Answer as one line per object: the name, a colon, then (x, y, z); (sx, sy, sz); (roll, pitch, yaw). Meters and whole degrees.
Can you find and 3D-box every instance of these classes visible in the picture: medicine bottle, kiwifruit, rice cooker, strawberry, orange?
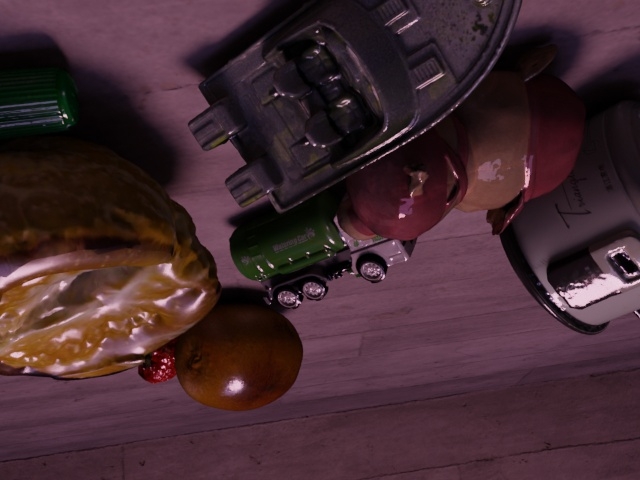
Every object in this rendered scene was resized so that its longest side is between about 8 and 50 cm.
medicine bottle: (-0.364, -0.106, 0.648); (0.309, 0.076, 0.111); (-8, 166, -4)
kiwifruit: (-0.136, 0.202, 1.342); (0.196, 0.195, 0.234); (-27, 156, 38)
rice cooker: (0.330, -0.023, 0.904); (0.280, 0.241, 0.227); (46, 130, -16)
strawberry: (-0.296, 0.221, 1.450); (0.106, 0.106, 0.106); (-8, 158, -3)
orange: (-0.264, 0.010, 0.793); (0.271, 0.210, 0.368); (-19, 156, 6)

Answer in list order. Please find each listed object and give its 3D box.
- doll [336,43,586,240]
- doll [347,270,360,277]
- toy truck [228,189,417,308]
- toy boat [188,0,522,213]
doll: (0.140, -0.089, 0.781); (0.256, 0.152, 0.196); (-15, 150, -14)
doll: (0.068, -0.012, 1.092); (0.078, 0.076, 0.113); (1, 127, -34)
toy truck: (0.000, 0.000, 1.004); (0.243, 0.101, 0.125); (-20, 114, 29)
toy boat: (0.029, -0.138, 0.637); (0.320, 0.141, 0.092); (-27, -171, 34)
